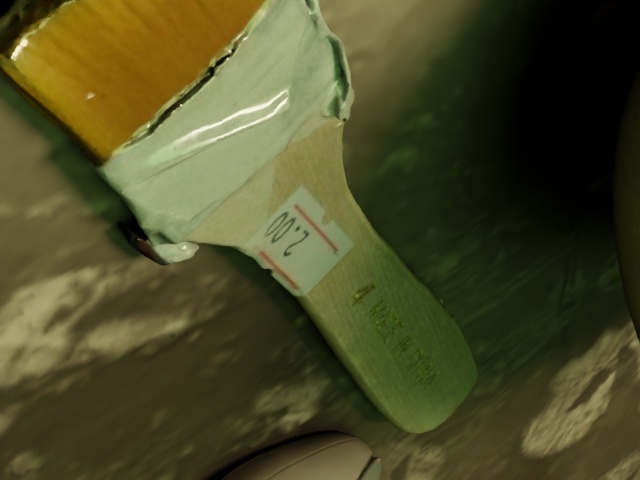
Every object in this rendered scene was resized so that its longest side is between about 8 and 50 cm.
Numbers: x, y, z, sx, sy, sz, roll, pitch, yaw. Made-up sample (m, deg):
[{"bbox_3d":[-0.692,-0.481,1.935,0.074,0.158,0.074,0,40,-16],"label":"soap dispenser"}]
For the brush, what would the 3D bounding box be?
[{"bbox_3d":[0.000,0.000,0.521,0.085,0.020,0.336,-44,149,-3],"label":"brush"}]

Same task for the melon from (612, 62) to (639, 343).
[{"bbox_3d":[0.231,-0.011,0.563,0.272,0.272,0.308,-43,146,-3],"label":"melon"}]

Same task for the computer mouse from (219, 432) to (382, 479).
[{"bbox_3d":[-0.010,0.111,0.620,0.096,0.039,0.066,-12,136,-44],"label":"computer mouse"}]
